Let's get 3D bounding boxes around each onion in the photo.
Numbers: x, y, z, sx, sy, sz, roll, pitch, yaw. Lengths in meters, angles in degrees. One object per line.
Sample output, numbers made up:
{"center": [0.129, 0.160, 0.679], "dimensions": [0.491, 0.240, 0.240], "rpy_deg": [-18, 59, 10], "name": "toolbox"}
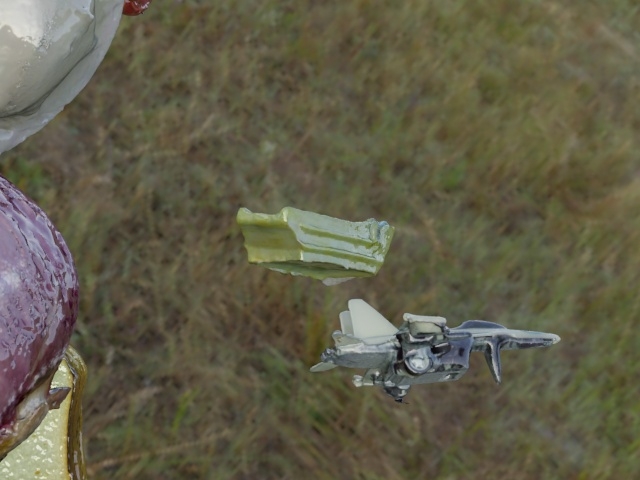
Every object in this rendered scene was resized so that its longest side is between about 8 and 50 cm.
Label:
{"center": [-0.310, -0.002, 0.866], "dimensions": [0.348, 0.159, 0.267], "rpy_deg": [42, 36, -1], "name": "onion"}

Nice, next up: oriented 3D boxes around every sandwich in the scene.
{"center": [-0.352, 0.215, 1.463], "dimensions": [0.186, 0.215, 0.065], "rpy_deg": [0, 11, 2], "name": "sandwich"}

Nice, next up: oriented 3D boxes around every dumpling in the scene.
{"center": [-0.315, -0.224, 1.362], "dimensions": [0.163, 0.293, 0.204], "rpy_deg": [25, 16, -1], "name": "dumpling"}

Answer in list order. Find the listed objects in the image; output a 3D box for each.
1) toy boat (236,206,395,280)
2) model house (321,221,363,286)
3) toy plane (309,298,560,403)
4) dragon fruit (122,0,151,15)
{"center": [0.001, 0.006, 1.726], "dimensions": [0.276, 0.111, 0.084], "rpy_deg": [8, 81, -57], "name": "toy boat"}
{"center": [0.031, 0.006, 2.055], "dimensions": [0.100, 0.100, 0.088], "rpy_deg": [43, 33, -53], "name": "model house"}
{"center": [0.126, 0.117, 1.347], "dimensions": [0.262, 0.192, 0.088], "rpy_deg": [7, 63, -12], "name": "toy plane"}
{"center": [-0.323, -0.421, 1.889], "dimensions": [0.211, 0.134, 0.262], "rpy_deg": [18, 37, 6], "name": "dragon fruit"}
